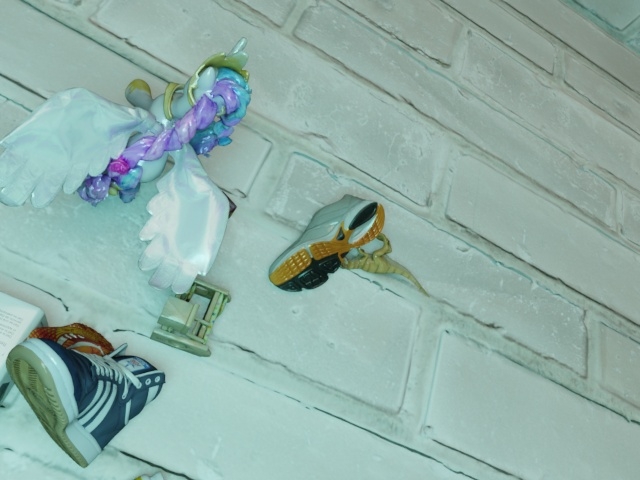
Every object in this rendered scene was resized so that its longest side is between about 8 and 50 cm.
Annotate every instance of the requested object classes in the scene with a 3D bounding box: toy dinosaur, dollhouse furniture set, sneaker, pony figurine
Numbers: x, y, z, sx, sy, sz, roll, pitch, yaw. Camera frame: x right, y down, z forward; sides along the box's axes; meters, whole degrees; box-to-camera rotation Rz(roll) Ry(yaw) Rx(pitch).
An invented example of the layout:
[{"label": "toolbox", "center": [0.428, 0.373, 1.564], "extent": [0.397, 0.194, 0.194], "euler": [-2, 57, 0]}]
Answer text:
[{"label": "toy dinosaur", "center": [0.131, 0.046, 1.033], "extent": [0.212, 0.064, 0.112], "euler": [12, 80, -10]}, {"label": "dollhouse furniture set", "center": [-0.186, 0.078, 0.797], "extent": [0.101, 0.161, 0.182], "euler": [24, 60, -14]}, {"label": "sneaker", "center": [-0.294, 0.178, 0.644], "extent": [0.099, 0.282, 0.153], "euler": [33, 49, 17]}, {"label": "sneaker", "center": [0.000, 0.000, 0.974], "extent": [0.262, 0.121, 0.099], "euler": [-34, 125, -15]}, {"label": "sneaker", "center": [-0.364, 0.158, 0.694], "extent": [0.064, 0.175, 0.067], "euler": [40, 91, 18]}, {"label": "pony figurine", "center": [-0.266, -0.137, 0.738], "extent": [0.303, 0.363, 0.351], "euler": [39, 71, -33]}]

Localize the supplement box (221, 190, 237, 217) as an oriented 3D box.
[{"label": "supplement box", "center": [-0.205, -0.046, 0.910], "extent": [0.043, 0.055, 0.083], "euler": [47, 57, -1]}]

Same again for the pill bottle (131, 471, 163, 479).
[{"label": "pill bottle", "center": [-0.266, 0.365, 0.696], "extent": [0.083, 0.043, 0.043], "euler": [-18, 76, -30]}]

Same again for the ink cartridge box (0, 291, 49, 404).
[{"label": "ink cartridge box", "center": [-0.520, 0.181, 0.619], "extent": [0.198, 0.115, 0.272], "euler": [27, 58, -11]}]
